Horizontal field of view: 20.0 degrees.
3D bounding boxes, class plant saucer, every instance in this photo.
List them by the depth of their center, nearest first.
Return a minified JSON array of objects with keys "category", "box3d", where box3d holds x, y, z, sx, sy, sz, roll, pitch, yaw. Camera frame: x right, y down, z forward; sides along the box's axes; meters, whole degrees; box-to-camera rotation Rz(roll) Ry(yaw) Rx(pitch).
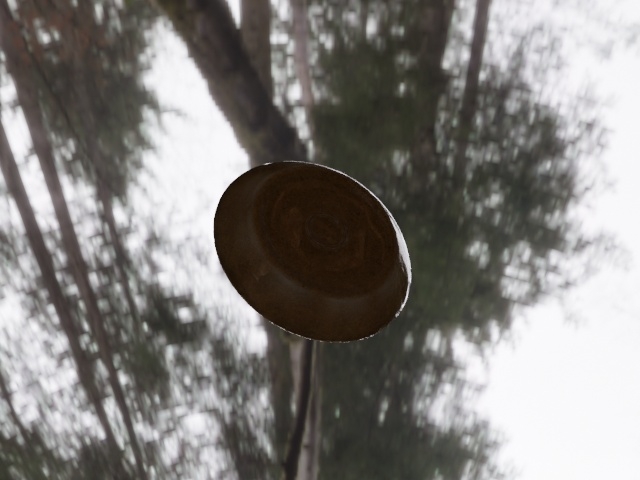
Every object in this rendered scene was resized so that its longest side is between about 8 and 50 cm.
[{"category":"plant saucer","box3d":[0.000,0.000,0.703,0.083,0.015,0.083,14,-127,-18]}]
